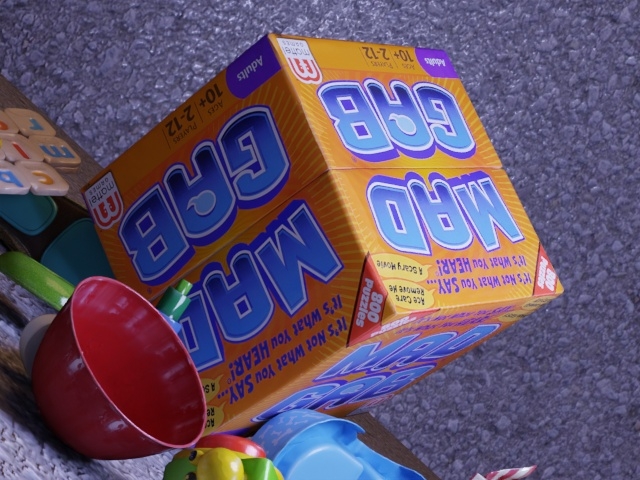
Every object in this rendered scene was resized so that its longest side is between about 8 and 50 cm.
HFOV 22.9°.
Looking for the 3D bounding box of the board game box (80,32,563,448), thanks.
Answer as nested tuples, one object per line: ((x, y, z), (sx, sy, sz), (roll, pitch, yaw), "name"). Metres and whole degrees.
((0.000, 0.000, 1.926), (0.356, 0.356, 0.356), (-3, 64, -51), "board game box")

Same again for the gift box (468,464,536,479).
((0.218, 0.424, 1.840), (0.258, 0.276, 0.255), (43, -4, 32), "gift box")

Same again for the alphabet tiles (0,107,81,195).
((-0.446, -0.131, 1.974), (0.284, 0.021, 0.278), (1, 32, -44), "alphabet tiles")

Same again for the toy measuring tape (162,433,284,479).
((-0.088, 0.270, 1.528), (0.121, 0.121, 0.330), (44, -15, 24), "toy measuring tape")

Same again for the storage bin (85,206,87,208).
((-0.318, 0.028, 2.243), (0.135, 0.098, 0.091), (44, -26, 47), "storage bin")

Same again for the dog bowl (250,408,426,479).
((0.015, 0.306, 1.899), (0.074, 0.166, 0.297), (29, -10, 48), "dog bowl")

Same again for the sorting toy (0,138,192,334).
((-0.288, -0.001, 1.705), (0.366, 0.126, 0.127), (32, -5, 11), "sorting toy")

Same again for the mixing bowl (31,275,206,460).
((-0.201, 0.135, 1.462), (0.181, 0.098, 0.181), (46, 21, -24), "mixing bowl")

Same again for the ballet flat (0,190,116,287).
((-0.330, 0.005, 2.019), (0.348, 0.123, 0.123), (42, 1, 19), "ballet flat")

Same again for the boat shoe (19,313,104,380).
((-0.243, 0.128, 1.585), (0.070, 0.078, 0.219), (46, -6, 38), "boat shoe")
